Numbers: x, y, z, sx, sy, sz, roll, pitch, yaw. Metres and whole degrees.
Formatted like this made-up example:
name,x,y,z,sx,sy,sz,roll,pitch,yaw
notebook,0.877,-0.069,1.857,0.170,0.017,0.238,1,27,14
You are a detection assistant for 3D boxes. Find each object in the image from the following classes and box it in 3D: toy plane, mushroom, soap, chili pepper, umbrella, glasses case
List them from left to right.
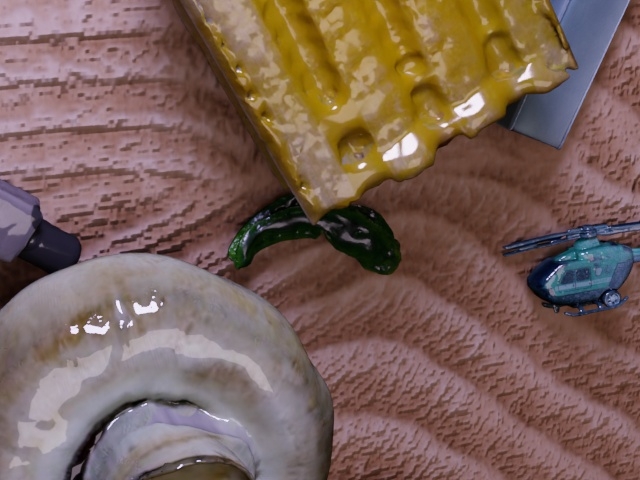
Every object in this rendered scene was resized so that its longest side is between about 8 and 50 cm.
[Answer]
name,x,y,z,sx,sy,sz,roll,pitch,yaw
umbrella,-0.356,-0.056,1.078,0.337,0.067,0.073,29,107,-27
mushroom,-0.158,0.182,1.131,0.352,0.260,0.352,-8,116,-16
chili pepper,-0.001,-0.006,1.242,0.182,0.050,0.073,5,113,-20
soap,0.029,-0.224,1.118,0.293,0.156,0.335,-33,117,-2
glasses case,0.255,-0.230,1.267,0.105,0.056,0.266,13,105,-49
toy plane,0.312,0.023,1.371,0.235,0.060,0.096,-11,99,-13
